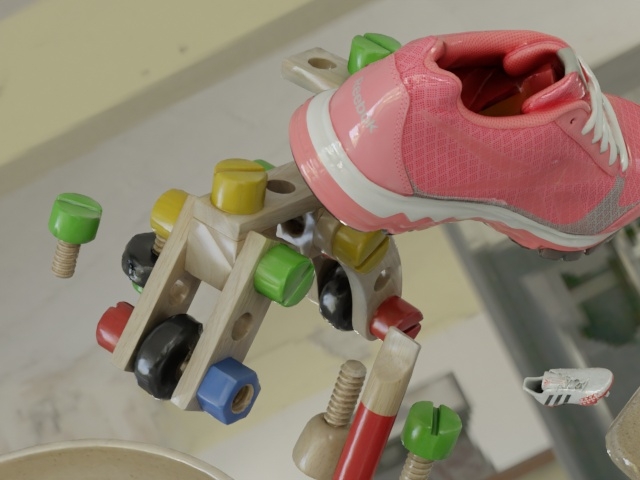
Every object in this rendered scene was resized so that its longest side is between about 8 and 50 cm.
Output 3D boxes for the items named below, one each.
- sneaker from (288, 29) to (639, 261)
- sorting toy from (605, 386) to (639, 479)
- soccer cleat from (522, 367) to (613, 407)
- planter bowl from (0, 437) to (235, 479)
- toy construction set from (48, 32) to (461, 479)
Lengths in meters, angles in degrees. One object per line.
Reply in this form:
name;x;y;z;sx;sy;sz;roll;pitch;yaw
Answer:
sneaker;0.138;-0.066;0.961;0.314;0.115;0.136;-1;-28;-40
sorting toy;0.271;0.079;0.667;0.307;0.229;0.041;-43;7;-36
soccer cleat;0.192;0.112;1.195;0.036;0.029;0.083;28;-24;-25
planter bowl;-0.055;0.144;0.367;0.162;0.162;0.109;-27;-47;3
toy construction set;0.000;0.000;1.005;0.258;0.309;0.237;2;-59;-30
